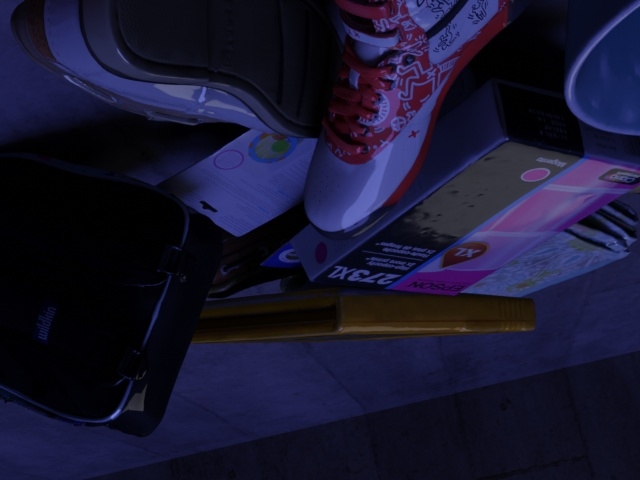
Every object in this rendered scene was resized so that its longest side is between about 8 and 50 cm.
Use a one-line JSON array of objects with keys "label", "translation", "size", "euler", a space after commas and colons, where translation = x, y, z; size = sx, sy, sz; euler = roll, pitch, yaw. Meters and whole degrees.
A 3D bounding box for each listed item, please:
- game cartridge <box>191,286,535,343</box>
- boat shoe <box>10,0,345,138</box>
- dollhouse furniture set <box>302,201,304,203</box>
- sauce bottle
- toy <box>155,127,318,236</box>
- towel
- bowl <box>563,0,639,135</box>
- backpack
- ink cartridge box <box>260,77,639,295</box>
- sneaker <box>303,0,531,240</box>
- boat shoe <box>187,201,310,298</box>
[{"label": "game cartridge", "translation": [0.038, 0.092, 1.309], "size": [0.324, 0.052, 0.285], "euler": [7, 169, -43]}, {"label": "boat shoe", "translation": [-0.086, -0.139, 0.830], "size": [0.103, 0.113, 0.302], "euler": [1, 174, 32]}, {"label": "dollhouse furniture set", "translation": [0.051, -0.088, 1.173], "size": [0.151, 0.123, 0.144], "euler": [17, 172, 27]}, {"label": "sauce bottle", "translation": [0.227, -0.113, 1.091], "size": [0.344, 0.111, 0.111], "euler": [8, 154, -43]}, {"label": "toy", "translation": [-0.022, -0.096, 1.053], "size": [0.237, 0.056, 0.137], "euler": [-26, 148, 21]}, {"label": "towel", "translation": [0.184, 0.013, 1.487], "size": [0.374, 0.090, 0.321], "euler": [-25, 155, 34]}, {"label": "bowl", "translation": [0.293, -0.207, 0.753], "size": [0.312, 0.163, 0.311], "euler": [-12, 163, -4]}, {"label": "backpack", "translation": [-0.231, 0.042, 1.035], "size": [0.254, 0.225, 0.191], "euler": [16, 171, 13]}, {"label": "ink cartridge box", "translation": [0.111, -0.020, 1.045], "size": [0.176, 0.069, 0.371], "euler": [7, 154, -32]}, {"label": "sneaker", "translation": [0.037, -0.129, 0.805], "size": [0.145, 0.090, 0.270], "euler": [18, 112, -52]}, {"label": "boat shoe", "translation": [0.000, 0.000, 1.284], "size": [0.307, 0.104, 0.110], "euler": [-11, 162, -6]}]
